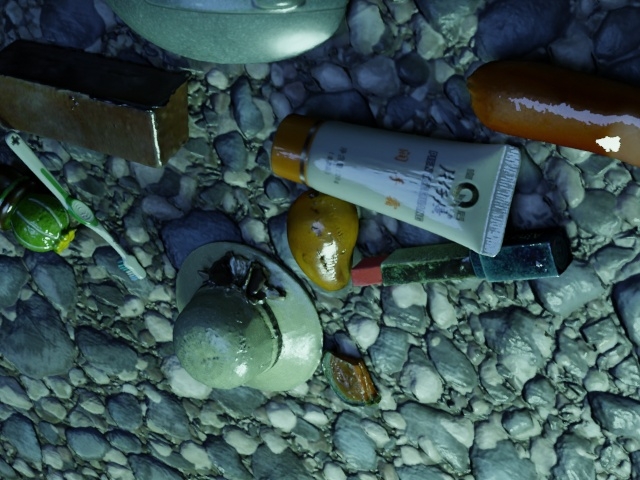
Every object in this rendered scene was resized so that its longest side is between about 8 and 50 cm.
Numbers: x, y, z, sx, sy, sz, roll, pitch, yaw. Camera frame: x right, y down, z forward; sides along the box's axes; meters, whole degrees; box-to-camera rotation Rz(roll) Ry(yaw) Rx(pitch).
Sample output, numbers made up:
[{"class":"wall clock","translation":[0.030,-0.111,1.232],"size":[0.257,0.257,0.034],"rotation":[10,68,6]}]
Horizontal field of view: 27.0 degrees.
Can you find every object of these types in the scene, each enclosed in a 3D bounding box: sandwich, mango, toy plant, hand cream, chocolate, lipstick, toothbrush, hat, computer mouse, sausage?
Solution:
[{"class":"sandwich","translation":[0.038,0.197,1.915],"size":[0.069,0.026,0.101],"rotation":[-17,106,39]},{"class":"mango","translation":[-0.002,0.001,1.789],"size":[0.105,0.084,0.159],"rotation":[23,127,27]},{"class":"toy plant","translation":[-0.449,-0.043,2.045],"size":[0.162,0.093,0.093],"rotation":[35,130,7]},{"class":"hand cream","translation":[0.093,-0.079,1.682],"size":[0.314,0.089,0.140],"rotation":[13,101,19]},{"class":"chocolate","translation":[-0.325,-0.191,1.871],"size":[0.321,0.112,0.112],"rotation":[14,131,25]},{"class":"lipstick","translation":[0.170,0.026,1.717],"size":[0.312,0.051,0.051],"rotation":[-6,115,37]},{"class":"toothbrush","translation":[-0.361,-0.050,1.980],"size":[0.030,0.030,0.304],"rotation":[-17,122,38]},{"class":"hat","translation":[-0.135,0.140,1.925],"size":[0.257,0.130,0.257],"rotation":[15,123,24]},{"class":"computer mouse","translation":[-0.148,-0.324,1.670],"size":[0.373,0.114,0.203],"rotation":[12,121,26]},{"class":"sausage","translation":[0.309,-0.144,1.507],"size":[0.300,0.083,0.089],"rotation":[17,124,20]}]
